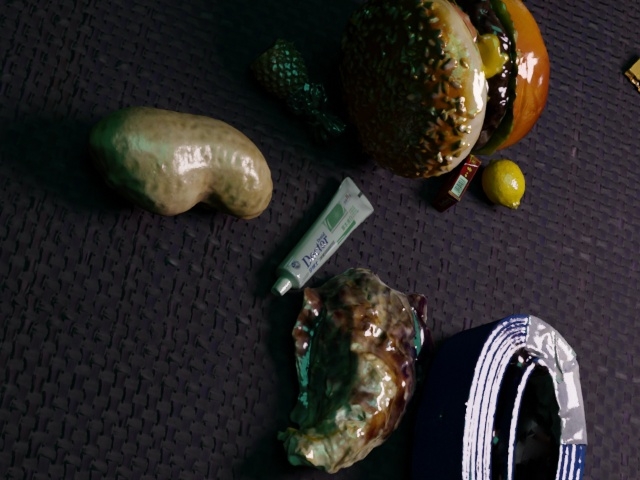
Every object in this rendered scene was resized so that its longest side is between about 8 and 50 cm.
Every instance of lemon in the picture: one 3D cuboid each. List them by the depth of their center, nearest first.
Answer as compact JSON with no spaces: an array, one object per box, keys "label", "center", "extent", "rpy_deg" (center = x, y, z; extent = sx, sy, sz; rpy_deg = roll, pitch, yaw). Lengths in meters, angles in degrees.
[{"label":"lemon","center":[0.270,-0.083,1.828],"extent":[0.062,0.062,0.083],"rpy_deg":[-21,81,-31]}]

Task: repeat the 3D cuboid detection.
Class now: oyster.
[{"label":"oyster","center":[0.056,0.159,1.609],"extent":[0.275,0.100,0.271],"rpy_deg":[-7,63,-25]}]

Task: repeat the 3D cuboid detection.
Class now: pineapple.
[{"label":"pineapple","center":[-0.027,-0.202,1.726],"extent":[0.159,0.074,0.074],"rpy_deg":[50,58,-7]}]

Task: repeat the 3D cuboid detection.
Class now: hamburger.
[{"label":"hamburger","center":[0.157,-0.228,1.705],"extent":[0.225,0.291,0.291],"rpy_deg":[-16,79,-34]}]

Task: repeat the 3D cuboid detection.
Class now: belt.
[{"label":"belt","center":[0.237,0.272,1.628],"extent":[0.212,0.117,0.346],"rpy_deg":[23,63,-25]}]

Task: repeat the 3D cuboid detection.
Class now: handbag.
[{"label":"handbag","center":[0.548,-0.264,2.056],"extent":[0.083,0.027,0.061],"rpy_deg":[46,58,-1]}]

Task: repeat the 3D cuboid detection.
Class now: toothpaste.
[{"label":"toothpaste","center":[0.000,0.000,1.678],"extent":[0.064,0.041,0.218],"rpy_deg":[50,55,-14]}]

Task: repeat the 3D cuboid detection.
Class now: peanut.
[{"label":"peanut","center":[-0.174,-0.095,1.583],"extent":[0.253,0.122,0.137],"rpy_deg":[4,78,-29]}]

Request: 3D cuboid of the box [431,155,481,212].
[{"label":"box","center":[0.197,-0.083,1.797],"extent":[0.023,0.051,0.082],"rpy_deg":[38,60,-10]}]
